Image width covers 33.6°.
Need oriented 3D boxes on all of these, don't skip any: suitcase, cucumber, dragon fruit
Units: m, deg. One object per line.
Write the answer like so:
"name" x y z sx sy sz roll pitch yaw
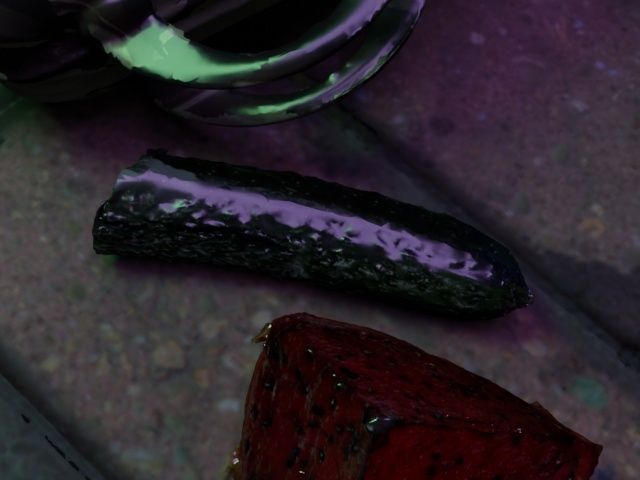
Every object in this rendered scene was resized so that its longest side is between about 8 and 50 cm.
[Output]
"suitcase" -0.072 -0.226 0.593 0.351 0.194 0.339 -26 81 3
"cucumber" 0.000 -0.003 0.593 0.245 0.067 0.067 11 66 -3
"dragon fruit" 0.042 0.118 0.540 0.161 0.121 0.127 10 20 -27
